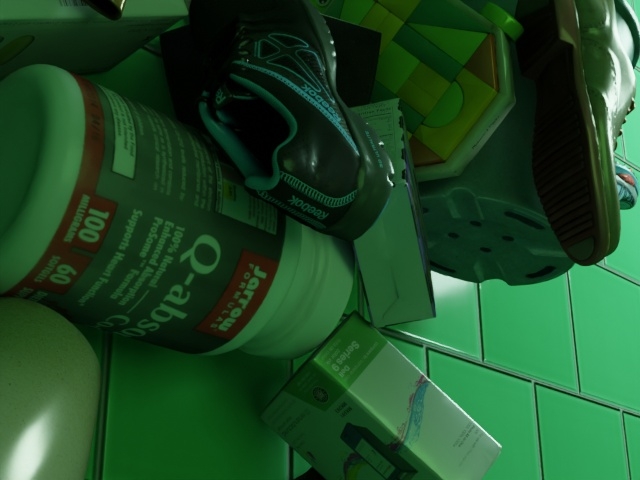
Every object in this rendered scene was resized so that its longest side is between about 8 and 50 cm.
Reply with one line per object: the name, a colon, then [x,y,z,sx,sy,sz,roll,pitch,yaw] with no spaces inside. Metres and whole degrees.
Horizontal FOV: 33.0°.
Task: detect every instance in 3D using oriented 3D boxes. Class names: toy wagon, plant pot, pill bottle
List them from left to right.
plant pot: [-0.280,0.172,0.805,0.256,0.256,0.274,53,33,-17]
pill bottle: [-0.150,-0.008,1.026,0.363,0.210,0.210,21,59,-40]
plant pot: [-0.057,-0.156,1.230,0.187,0.188,0.167,5,83,-47]
toy wagon: [0.070,-0.221,1.325,0.344,0.267,0.068,41,10,25]
plant pot: [0.239,-0.139,1.446,0.341,0.341,0.334,32,61,-35]

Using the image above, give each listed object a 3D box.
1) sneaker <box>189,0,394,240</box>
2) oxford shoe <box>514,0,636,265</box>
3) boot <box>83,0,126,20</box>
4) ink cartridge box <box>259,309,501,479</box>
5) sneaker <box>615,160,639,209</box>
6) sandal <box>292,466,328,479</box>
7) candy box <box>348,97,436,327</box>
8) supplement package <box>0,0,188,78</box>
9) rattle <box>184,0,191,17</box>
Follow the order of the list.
sneaker: [-0.054,-0.152,1.005,0.139,0.125,0.341,15,34,-46]
oxford shoe: [0.320,-0.143,1.249,0.130,0.123,0.348,0,79,-21]
boot: [-0.151,-0.322,1.027,0.264,0.096,0.281,37,49,-31]
ink cartridge box: [0.061,0.202,1.143,0.212,0.154,0.093,42,51,2]
sneaker: [0.433,-0.080,1.805,0.261,0.104,0.125,19,77,-37]
sandal: [0.029,0.282,1.216,0.219,0.060,0.090,-23,75,-35]
candy box: [0.070,-0.033,1.144,0.196,0.070,0.165,-88,165,-58]
supplement package: [-0.294,-0.274,1.034,0.261,0.145,0.204,-16,84,-49]
rattle: [-0.104,-0.348,1.286,0.130,0.142,0.200,-1,80,-29]
